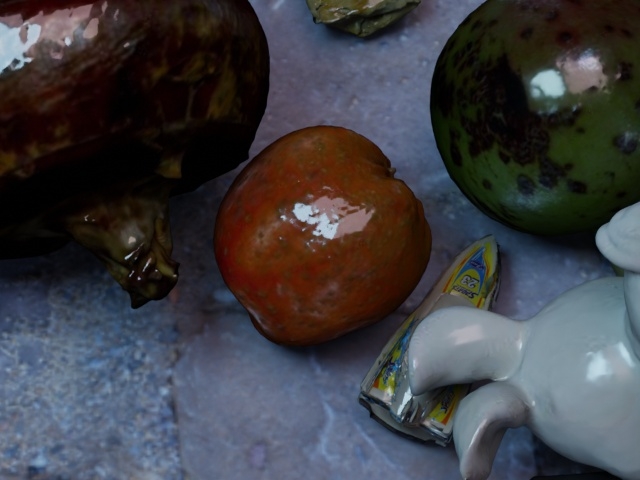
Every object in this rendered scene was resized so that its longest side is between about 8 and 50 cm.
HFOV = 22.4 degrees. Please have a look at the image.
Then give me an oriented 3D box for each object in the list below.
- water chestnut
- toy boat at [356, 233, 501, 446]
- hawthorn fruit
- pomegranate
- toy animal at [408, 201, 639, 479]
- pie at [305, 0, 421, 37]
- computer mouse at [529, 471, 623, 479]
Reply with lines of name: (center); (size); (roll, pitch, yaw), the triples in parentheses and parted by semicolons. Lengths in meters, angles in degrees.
water chestnut: (-0.192, -0.090, 1.250); (0.350, 0.350, 0.302); (-18, 84, -15)
toy boat: (0.103, 0.077, 1.353); (0.084, 0.066, 0.210); (26, 63, 5)
hawthorn fruit: (0.000, 0.000, 1.327); (0.189, 0.189, 0.189); (3, 63, -5)
pomegranate: (0.228, -0.083, 1.388); (0.242, 0.306, 0.242); (-26, 33, 18)
toy animal: (0.241, 0.085, 1.220); (0.247, 0.310, 0.183); (12, 61, -36)
pie: (0.014, -0.318, 1.539); (0.128, 0.068, 0.282); (-14, 65, -1)
computer mouse: (0.276, 0.247, 1.272); (0.269, 0.086, 0.137); (-7, 49, 4)
